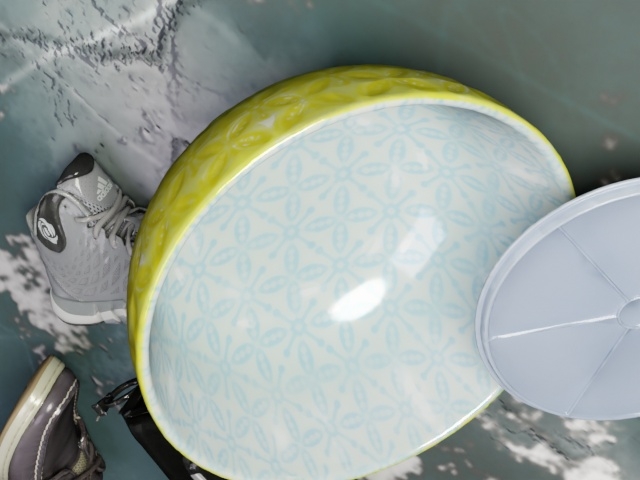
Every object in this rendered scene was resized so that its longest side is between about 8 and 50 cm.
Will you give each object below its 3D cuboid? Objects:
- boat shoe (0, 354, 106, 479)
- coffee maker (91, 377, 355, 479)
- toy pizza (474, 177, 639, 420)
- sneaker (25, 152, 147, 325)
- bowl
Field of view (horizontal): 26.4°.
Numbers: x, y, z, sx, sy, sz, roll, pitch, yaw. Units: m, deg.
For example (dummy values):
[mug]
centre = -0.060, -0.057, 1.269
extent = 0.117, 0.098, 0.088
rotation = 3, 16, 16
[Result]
[boat shoe]
centre = -0.237, 0.205, 1.218
extent = 0.092, 0.103, 0.285
rotation = 26, 136, 3
[coffee maker]
centre = -0.066, 0.175, 1.101
extent = 0.171, 0.120, 0.178
rotation = -1, 125, 58
[toy pizza]
centre = 0.193, 0.035, 0.848
extent = 0.201, 0.032, 0.201
rotation = -4, 130, -5
[sneaker]
centre = -0.136, -0.005, 1.009
extent = 0.229, 0.086, 0.132
rotation = -6, 118, 33
[bowl]
centre = 0.000, 0.000, 0.864
extent = 0.156, 0.290, 0.289
rotation = -127, 28, -47
